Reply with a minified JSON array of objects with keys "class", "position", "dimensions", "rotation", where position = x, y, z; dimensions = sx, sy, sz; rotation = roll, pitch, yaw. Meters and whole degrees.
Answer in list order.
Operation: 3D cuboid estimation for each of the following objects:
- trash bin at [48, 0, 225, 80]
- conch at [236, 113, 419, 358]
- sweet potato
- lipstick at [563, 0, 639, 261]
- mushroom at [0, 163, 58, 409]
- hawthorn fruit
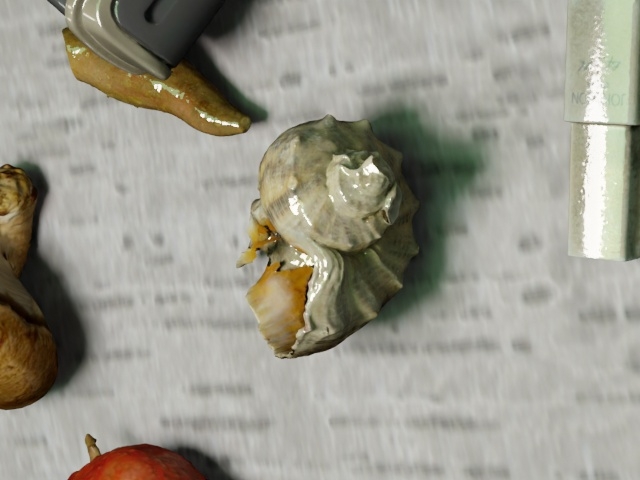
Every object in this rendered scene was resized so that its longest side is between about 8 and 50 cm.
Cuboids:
[{"class":"trash bin","position":[-0.207,-0.304,1.554],"dimensions":[0.290,0.182,0.209],"rotation":[37,92,30]},{"class":"conch","position":[0.016,-0.004,1.486],"dimensions":[0.291,0.159,0.210],"rotation":[131,125,-69]},{"class":"sweet potato","position":[-0.170,-0.167,1.629],"dimensions":[0.243,0.077,0.077],"rotation":[24,109,18]},{"class":"lipstick","position":[0.259,-0.111,1.355],"dimensions":[0.079,0.077,0.253],"rotation":[5,99,32]},{"class":"mushroom","position":[-0.392,0.081,1.741],"dimensions":[0.254,0.267,0.267],"rotation":[-29,79,-2]},{"class":"hawthorn fruit","position":[-0.203,0.314,1.645],"dimensions":[0.253,0.205,0.205],"rotation":[51,119,22]}]
